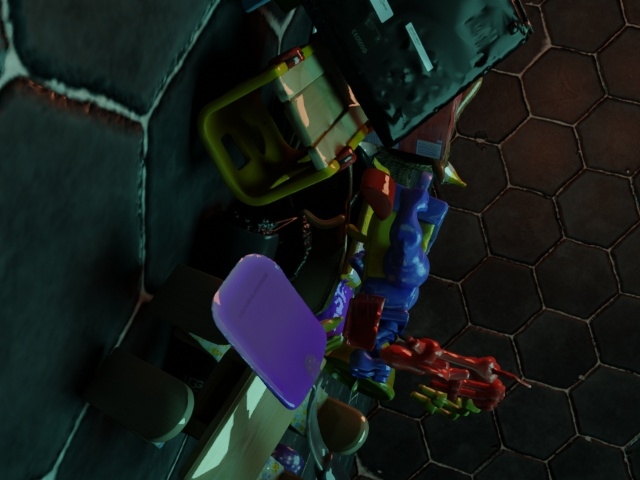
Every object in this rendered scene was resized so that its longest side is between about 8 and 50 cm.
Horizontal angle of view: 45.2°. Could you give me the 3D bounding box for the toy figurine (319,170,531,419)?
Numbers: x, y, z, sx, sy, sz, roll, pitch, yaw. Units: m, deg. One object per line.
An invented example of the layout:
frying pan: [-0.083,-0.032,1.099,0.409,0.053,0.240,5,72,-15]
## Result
toy figurine: [0.101,0.044,0.778,0.362,0.191,0.217,80,23,-72]

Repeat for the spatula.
spatula: [0.002,0.141,0.547,0.084,0.030,0.296,-62,138,-52]

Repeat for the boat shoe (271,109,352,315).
boat shoe: [-0.013,-0.028,0.789,0.095,0.095,0.257,-115,-156,-67]

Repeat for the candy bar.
candy bar: [0.054,-0.020,0.915,0.040,0.018,0.161,38,64,-51]

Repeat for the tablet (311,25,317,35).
tablet: [0.006,-0.238,0.842,0.083,0.006,0.054,-35,140,-70]

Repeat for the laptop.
laptop: [0.075,-0.256,0.666,0.264,0.136,0.234,-39,116,-10]

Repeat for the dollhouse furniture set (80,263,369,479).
dollhouse furniture set: [-0.058,0.179,0.556,0.242,0.161,0.212,-57,139,-20]

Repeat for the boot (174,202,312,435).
boot: [-0.054,0.069,0.756,0.207,0.094,0.246,-71,162,5]

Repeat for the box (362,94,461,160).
box: [0.102,-0.236,0.916,0.300,0.154,0.142,77,29,-69]

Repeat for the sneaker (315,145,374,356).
sneaker: [-0.001,0.000,0.940,0.146,0.102,0.293,74,30,-56]

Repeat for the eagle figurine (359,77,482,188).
eagle figurine: [0.138,-0.145,1.255,0.226,0.225,0.298,-28,-172,-16]

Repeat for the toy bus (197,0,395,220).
toy bus: [-0.022,-0.109,0.645,0.202,0.104,0.191,30,45,-51]

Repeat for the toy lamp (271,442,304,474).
toy lamp: [-0.100,0.409,1.048,0.080,0.080,0.275,94,17,-46]
